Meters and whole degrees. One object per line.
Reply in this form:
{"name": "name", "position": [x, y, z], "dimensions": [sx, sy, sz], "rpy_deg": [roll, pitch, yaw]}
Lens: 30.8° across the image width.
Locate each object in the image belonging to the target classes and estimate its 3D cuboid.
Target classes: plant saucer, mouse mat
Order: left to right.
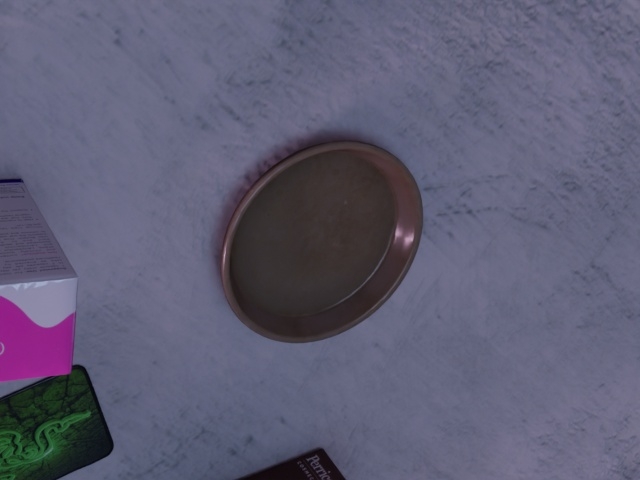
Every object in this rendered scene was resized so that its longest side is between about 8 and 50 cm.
{"name": "mouse mat", "position": [-0.350, 0.241, 1.391], "dimensions": [0.190, 0.007, 0.152], "rpy_deg": [-23, 127, -16]}
{"name": "plant saucer", "position": [0.000, 0.000, 1.435], "dimensions": [0.278, 0.041, 0.277], "rpy_deg": [-14, 123, -23]}

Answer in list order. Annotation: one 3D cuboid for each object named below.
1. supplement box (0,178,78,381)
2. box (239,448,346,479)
{"name": "supplement box", "position": [-0.323, 0.035, 1.146], "dimensions": [0.114, 0.220, 0.111], "rpy_deg": [-5, 119, -28]}
{"name": "box", "position": [-0.118, 0.438, 1.525], "dimensions": [0.382, 0.191, 0.143], "rpy_deg": [-17, 124, -22]}
